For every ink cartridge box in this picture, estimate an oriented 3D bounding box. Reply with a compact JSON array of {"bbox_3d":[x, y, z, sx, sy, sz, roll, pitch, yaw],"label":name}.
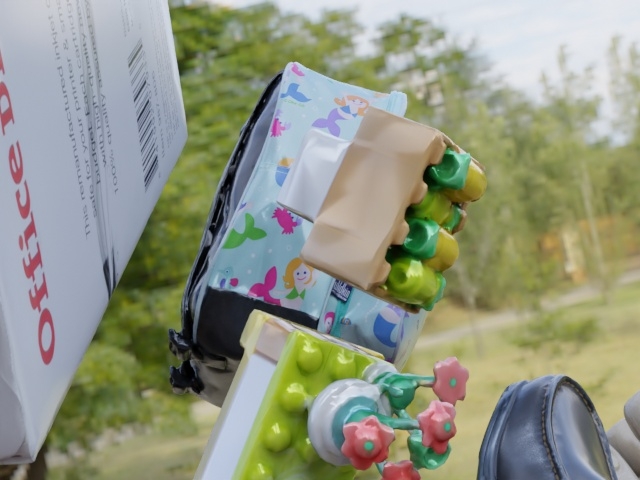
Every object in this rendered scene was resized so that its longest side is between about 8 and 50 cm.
[{"bbox_3d":[-0.199,-0.103,0.787,0.166,0.285,0.395,-3,25,7],"label":"ink cartridge box"}]

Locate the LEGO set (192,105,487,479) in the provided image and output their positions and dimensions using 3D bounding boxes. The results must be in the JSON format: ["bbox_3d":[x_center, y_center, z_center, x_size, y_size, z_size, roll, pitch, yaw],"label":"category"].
[{"bbox_3d":[-0.034,0.093,0.361,0.287,0.132,0.107,-37,27,-18],"label":"LEGO set"}]

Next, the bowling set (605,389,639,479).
[{"bbox_3d":[0.291,0.227,1.283,0.287,0.154,0.200,-25,-24,-38],"label":"bowling set"}]

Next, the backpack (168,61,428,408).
[{"bbox_3d":[0.000,0.000,1.138,0.191,0.253,0.225,11,-23,1],"label":"backpack"}]

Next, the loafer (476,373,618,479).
[{"bbox_3d":[0.086,0.098,0.430,0.061,0.062,0.170,-35,33,24],"label":"loafer"}]
